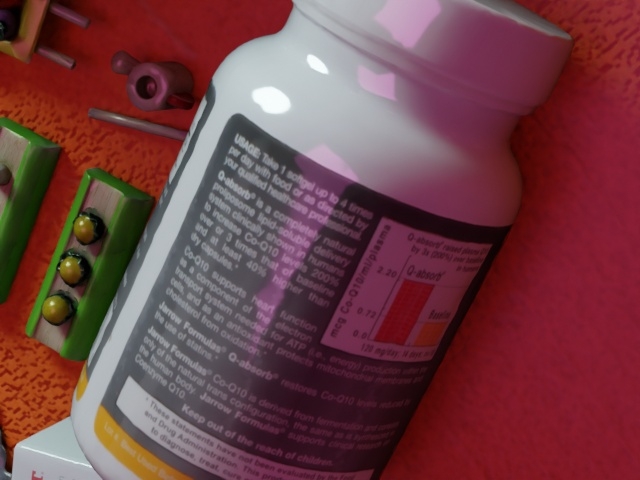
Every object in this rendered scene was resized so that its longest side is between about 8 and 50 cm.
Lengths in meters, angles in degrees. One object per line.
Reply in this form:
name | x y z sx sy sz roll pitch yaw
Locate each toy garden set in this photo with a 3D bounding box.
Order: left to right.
toy garden set | -0.151 -0.041 0.750 0.244 0.049 0.204 28 107 15

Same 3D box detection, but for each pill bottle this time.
pill bottle | 0.000 0.000 0.636 0.162 0.162 0.278 31 107 14

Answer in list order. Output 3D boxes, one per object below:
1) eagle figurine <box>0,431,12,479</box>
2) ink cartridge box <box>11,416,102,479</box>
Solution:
eagle figurine | -0.294 0.184 0.790 0.226 0.225 0.298 -11 57 -16
ink cartridge box | -0.088 0.185 0.745 0.175 0.072 0.127 11 102 19
